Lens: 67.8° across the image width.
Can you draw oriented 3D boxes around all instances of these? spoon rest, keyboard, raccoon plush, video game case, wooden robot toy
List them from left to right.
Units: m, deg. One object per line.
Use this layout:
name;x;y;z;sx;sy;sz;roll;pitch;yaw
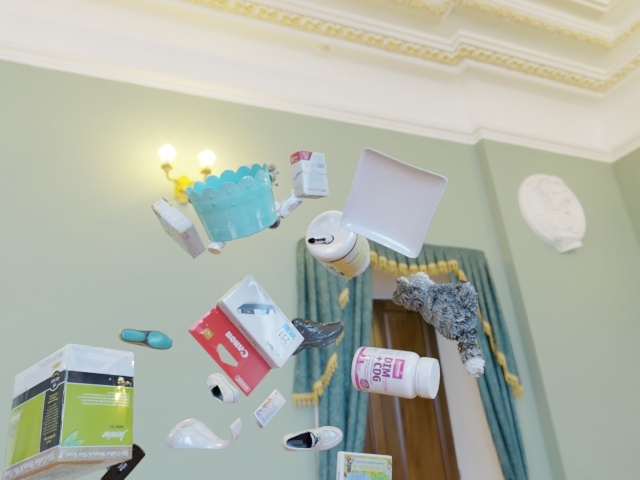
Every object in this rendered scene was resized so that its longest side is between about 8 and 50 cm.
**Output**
keyboard;-0.790;0.891;1.903;0.192;0.100;0.038;-47;-8;-6
spoon rest;-0.377;0.631;1.543;0.276;0.084;0.137;-12;7;24
wooden robot toy;-0.203;-0.223;1.751;0.076;0.173;0.079;28;-61;-22
video game case;0.131;0.741;1.403;0.227;0.206;0.026;24;-31;-37
raccoon plush;0.436;0.285;1.807;0.299;0.446;0.216;5;-59;-2

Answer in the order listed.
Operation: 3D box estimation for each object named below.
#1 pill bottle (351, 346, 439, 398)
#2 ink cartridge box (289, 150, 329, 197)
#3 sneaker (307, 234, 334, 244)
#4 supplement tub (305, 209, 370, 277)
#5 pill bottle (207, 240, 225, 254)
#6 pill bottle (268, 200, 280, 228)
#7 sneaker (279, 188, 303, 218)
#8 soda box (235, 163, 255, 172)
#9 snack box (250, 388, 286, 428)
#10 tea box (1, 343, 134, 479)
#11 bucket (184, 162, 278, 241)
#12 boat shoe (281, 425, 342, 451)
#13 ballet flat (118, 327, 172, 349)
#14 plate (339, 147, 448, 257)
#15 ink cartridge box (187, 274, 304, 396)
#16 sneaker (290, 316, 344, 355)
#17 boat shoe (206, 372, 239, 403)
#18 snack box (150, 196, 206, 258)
pill bottle;0.268;0.472;1.696;0.283;0.160;0.160;0;-18;29
ink cartridge box;-0.044;-0.256;1.880;0.127;0.175;0.072;-1;-8;-40
sneaker;0.000;0.000;1.855;0.109;0.040;0.044;-10;-4;16
supplement tub;0.092;0.028;2.187;0.235;0.235;0.325;-12;-26;17
pill bottle;-0.487;-0.007;2.273;0.078;0.137;0.078;11;-29;6
pill bottle;-0.270;-0.146;2.698;0.094;0.094;0.169;0;-33;-10
sneaker;-0.133;-0.186;2.346;0.083;0.190;0.071;6;-34;41
soda box;-0.340;-0.278;2.101;0.063;0.183;0.058;-1;-61;22
snack box;-0.194;0.632;1.799;0.022;0.064;0.178;-40;-5;25
tea box;-0.749;0.524;1.428;0.329;0.323;0.220;-28;-34;28
bucket;-0.277;-0.124;1.545;0.281;0.183;0.281;-14;19;5
boat shoe;-0.031;0.846;2.027;0.267;0.096;0.088;1;-21;-11
ballet flat;-0.760;0.424;2.068;0.232;0.080;0.073;23;-28;-30
plate;0.223;-0.118;1.490;0.277;0.278;0.045;24;24;16
ink cartridge box;-0.231;0.306;1.543;0.296;0.261;0.066;51;-36;-10
sneaker;-0.048;0.346;1.803;0.286;0.130;0.109;-15;4;-15
boat shoe;-0.415;0.596;1.929;0.076;0.083;0.226;5;0;-41
snack box;-0.558;-0.048;1.875;0.070;0.207;0.174;-42;-30;-22
